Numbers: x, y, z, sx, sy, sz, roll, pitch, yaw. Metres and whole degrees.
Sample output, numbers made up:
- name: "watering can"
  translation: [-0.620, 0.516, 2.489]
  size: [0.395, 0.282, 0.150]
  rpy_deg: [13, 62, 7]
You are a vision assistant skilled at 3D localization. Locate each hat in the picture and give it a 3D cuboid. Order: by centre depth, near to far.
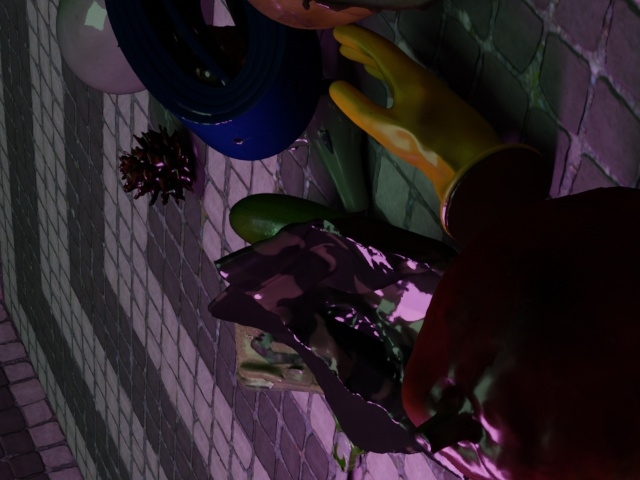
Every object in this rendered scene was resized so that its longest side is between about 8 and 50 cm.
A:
- name: "hat"
  translation: [0.049, 0.093, 1.620]
  size: [0.366, 0.257, 0.381]
  rpy_deg: [45, -179, -9]

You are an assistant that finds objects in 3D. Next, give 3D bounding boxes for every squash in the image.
- name: "squash"
  translation: [0.000, -0.002, 1.749]
  size: [0.293, 0.082, 0.082]
  rpy_deg: [21, 125, 38]

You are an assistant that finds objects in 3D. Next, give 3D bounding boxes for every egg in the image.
- name: "egg"
  translation: [-0.297, -0.330, 2.153]
  size: [0.283, 0.203, 0.202]
  rpy_deg: [-36, 70, 63]

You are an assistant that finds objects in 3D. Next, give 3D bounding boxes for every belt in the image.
- name: "belt"
  translation: [-0.129, -0.258, 1.710]
  size: [0.117, 0.212, 0.347]
  rpy_deg: [39, -162, -56]

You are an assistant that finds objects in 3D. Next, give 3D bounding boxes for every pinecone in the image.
- name: "pinecone"
  translation: [-0.268, -0.117, 2.318]
  size: [0.140, 0.121, 0.140]
  rpy_deg: [167, 90, -86]

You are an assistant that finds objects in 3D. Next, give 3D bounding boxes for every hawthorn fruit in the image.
- name: "hawthorn fruit"
  translation: [0.192, 0.097, 1.135]
  size: [0.265, 0.307, 0.265]
  rpy_deg: [40, 141, 44]

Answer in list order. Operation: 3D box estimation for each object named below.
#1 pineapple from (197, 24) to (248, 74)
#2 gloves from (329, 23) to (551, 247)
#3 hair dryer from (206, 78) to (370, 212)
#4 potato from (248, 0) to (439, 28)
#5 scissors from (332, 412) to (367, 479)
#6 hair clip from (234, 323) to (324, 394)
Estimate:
- name: "pineapple"
  translation: [-0.098, -0.186, 1.835]
  size: [0.193, 0.166, 0.166]
  rpy_deg: [40, 142, 28]
- name: "gloves"
  translation: [0.103, -0.123, 1.441]
  size: [0.294, 0.116, 0.133]
  rpy_deg: [52, -178, 42]
- name: "hair dryer"
  translation: [-0.026, -0.091, 1.748]
  size: [0.199, 0.067, 0.167]
  rpy_deg: [-24, 100, 26]
- name: "potato"
  translation: [-0.005, -0.360, 1.418]
  size: [0.288, 0.301, 0.237]
  rpy_deg: [-65, 16, 10]
- name: "scissors"
  translation: [0.036, 0.297, 1.977]
  size: [0.101, 0.027, 0.204]
  rpy_deg: [-123, 31, -41]
- name: "hair clip"
  translation: [-0.004, 0.150, 1.913]
  size: [0.321, 0.091, 0.138]
  rpy_deg: [6, 101, 54]
